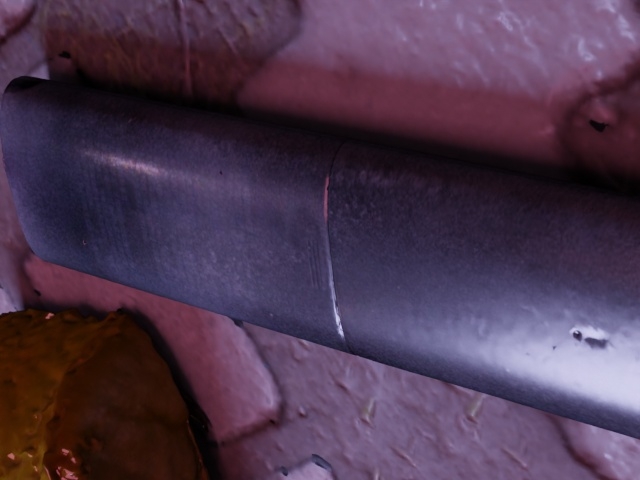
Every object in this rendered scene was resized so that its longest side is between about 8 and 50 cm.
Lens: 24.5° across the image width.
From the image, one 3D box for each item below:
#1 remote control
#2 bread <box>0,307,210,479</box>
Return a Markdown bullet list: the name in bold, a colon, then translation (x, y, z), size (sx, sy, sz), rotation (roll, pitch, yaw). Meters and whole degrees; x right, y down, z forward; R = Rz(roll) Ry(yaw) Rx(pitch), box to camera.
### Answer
- **remote control**: translation (0.000, 0.000, 0.662), size (0.377, 0.044, 0.107), rotation (13, 128, 35)
- **bread**: translation (-0.143, 0.178, 0.821), size (0.160, 0.147, 0.261), rotation (11, 122, 33)
